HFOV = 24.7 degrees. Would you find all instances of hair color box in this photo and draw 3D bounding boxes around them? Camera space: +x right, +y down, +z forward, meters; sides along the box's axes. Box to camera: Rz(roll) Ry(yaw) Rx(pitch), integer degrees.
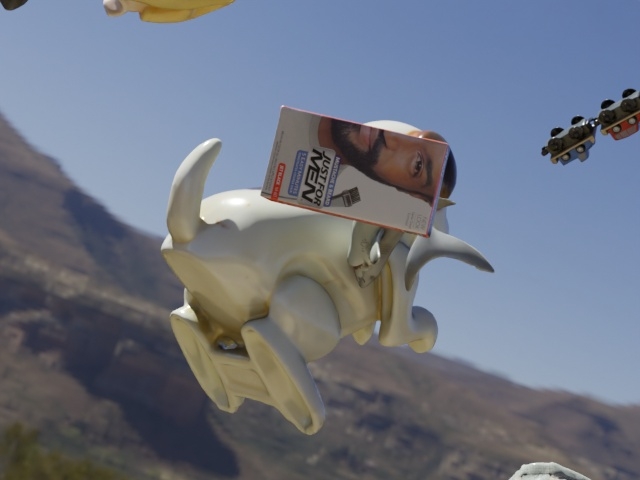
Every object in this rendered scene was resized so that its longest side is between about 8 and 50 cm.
[{"bbox_3d":[0.034,-0.066,1.422,0.167,0.093,0.053,13,-1,8],"label":"hair color box"}]

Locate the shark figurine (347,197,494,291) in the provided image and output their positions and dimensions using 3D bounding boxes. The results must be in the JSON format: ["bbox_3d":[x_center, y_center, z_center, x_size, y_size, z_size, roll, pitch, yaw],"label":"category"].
[{"bbox_3d":[0.113,-0.028,1.699,0.116,0.166,0.278,-3,0,-18],"label":"shark figurine"}]

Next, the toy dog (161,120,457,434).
[{"bbox_3d":[0.000,0.000,1.929,0.284,0.408,0.395,-11,-68,60],"label":"toy dog"}]

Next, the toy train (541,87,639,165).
[{"bbox_3d":[0.262,-0.107,1.273,0.158,0.027,0.036,-29,-68,30],"label":"toy train"}]

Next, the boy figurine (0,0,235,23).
[{"bbox_3d":[-0.100,-0.232,1.100,0.285,0.092,0.177,-9,-27,-30],"label":"boy figurine"}]

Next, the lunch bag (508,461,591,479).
[{"bbox_3d":[0.245,0.383,1.398,0.169,0.235,0.287,-7,-48,20],"label":"lunch bag"}]
